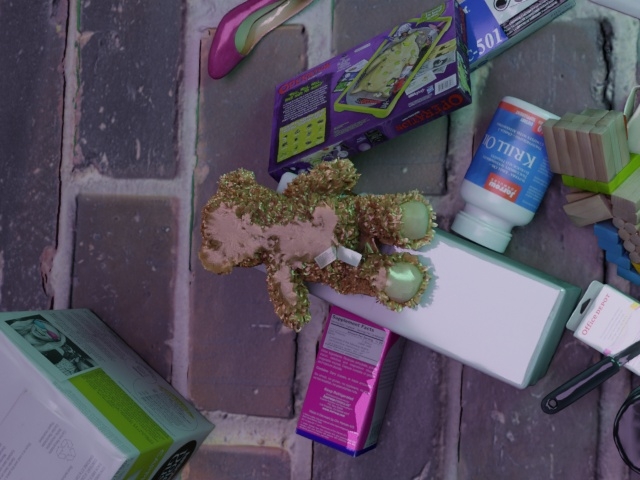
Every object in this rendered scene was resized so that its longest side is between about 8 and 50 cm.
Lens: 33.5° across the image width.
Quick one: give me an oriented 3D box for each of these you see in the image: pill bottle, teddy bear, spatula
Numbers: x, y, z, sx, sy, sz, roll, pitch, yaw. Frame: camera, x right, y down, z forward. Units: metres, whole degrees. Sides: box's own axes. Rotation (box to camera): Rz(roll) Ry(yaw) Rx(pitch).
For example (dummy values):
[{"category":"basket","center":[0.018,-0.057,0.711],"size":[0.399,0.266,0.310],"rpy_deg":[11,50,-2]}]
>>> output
[{"category":"pill bottle","center":[0.483,0.260,1.496],"size":[0.122,0.219,0.123],"rpy_deg":[-1,87,20]},{"category":"teddy bear","center":[0.000,0.000,1.514],"size":[0.337,0.113,0.245],"rpy_deg":[-10,91,11]},{"category":"spatula","center":[0.442,0.163,1.518],"size":[0.296,0.030,0.084],"rpy_deg":[-37,82,15]},{"category":"pill bottle","center":[0.289,-0.098,1.631],"size":[0.124,0.124,0.222],"rpy_deg":[26,97,19]}]

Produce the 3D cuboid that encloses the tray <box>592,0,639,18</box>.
[{"category":"tray","center":[0.525,-0.470,1.608],"size":[0.145,0.030,0.270],"rpy_deg":[26,97,20]}]

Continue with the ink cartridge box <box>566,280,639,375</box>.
[{"category":"ink cartridge box","center":[0.450,0.129,1.582],"size":[0.143,0.090,0.092],"rpy_deg":[33,99,18]}]

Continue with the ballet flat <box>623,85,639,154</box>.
[{"category":"ballet flat","center":[0.510,-0.235,1.584],"size":[0.086,0.086,0.248],"rpy_deg":[26,98,19]}]

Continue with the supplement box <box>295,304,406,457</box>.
[{"category":"supplement box","center":[0.055,0.220,1.712],"size":[0.113,0.111,0.220],"rpy_deg":[19,94,20]}]

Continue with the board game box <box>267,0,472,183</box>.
[{"category":"board game box","center":[0.073,-0.231,1.672],"size":[0.346,0.056,0.208],"rpy_deg":[-22,49,28]}]

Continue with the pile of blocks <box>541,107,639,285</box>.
[{"category":"pile of blocks","center":[0.465,-0.051,1.574],"size":[0.112,0.149,0.362],"rpy_deg":[-38,101,-28]}]

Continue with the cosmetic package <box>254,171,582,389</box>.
[{"category":"cosmetic package","center":[0.148,0.056,1.622],"size":[0.453,0.230,0.162],"rpy_deg":[24,96,18]}]

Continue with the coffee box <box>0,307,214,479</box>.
[{"category":"coffee box","center":[-0.448,0.349,1.772],"size":[0.338,0.334,0.338],"rpy_deg":[39,100,15]}]

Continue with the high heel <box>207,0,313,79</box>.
[{"category":"high heel","center":[-0.093,-0.363,1.804],"size":[0.117,0.082,0.244],"rpy_deg":[34,87,28]}]

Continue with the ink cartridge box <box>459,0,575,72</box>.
[{"category":"ink cartridge box","center":[0.288,-0.358,1.682],"size":[0.207,0.046,0.097],"rpy_deg":[-32,77,17]}]
